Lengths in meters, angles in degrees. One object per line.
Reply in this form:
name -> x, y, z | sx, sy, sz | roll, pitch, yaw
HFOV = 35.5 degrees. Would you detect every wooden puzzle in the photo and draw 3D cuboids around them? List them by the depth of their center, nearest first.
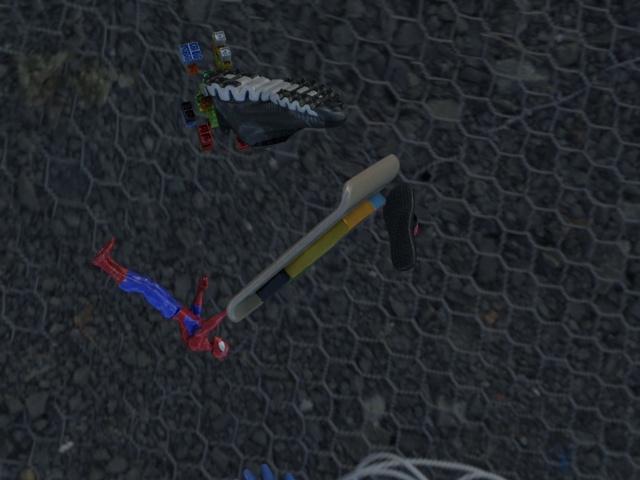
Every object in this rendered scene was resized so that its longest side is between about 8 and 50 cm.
wooden puzzle -> 0.000, 0.000, 1.275 | 0.044, 0.221, 0.239 | 46, 115, 4

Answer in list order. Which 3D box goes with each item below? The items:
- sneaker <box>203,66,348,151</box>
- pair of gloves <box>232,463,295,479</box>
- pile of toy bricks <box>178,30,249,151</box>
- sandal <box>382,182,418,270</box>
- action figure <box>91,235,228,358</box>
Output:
sneaker -> -0.058, -0.170, 1.381 | 0.078, 0.234, 0.106 | -37, 132, -45
pair of gloves -> -0.109, 0.367, 1.282 | 0.198, 0.159, 0.023 | -24, 122, -15
pile of toy bricks -> -0.177, -0.224, 1.639 | 0.118, 0.105, 0.212 | -15, 71, -14
sandal -> 0.159, -0.023, 1.918 | 0.040, 0.067, 0.179 | 25, 57, -50
action figure -> -0.239, 0.082, 1.705 | 0.139, 0.091, 0.280 | -43, 103, 3
